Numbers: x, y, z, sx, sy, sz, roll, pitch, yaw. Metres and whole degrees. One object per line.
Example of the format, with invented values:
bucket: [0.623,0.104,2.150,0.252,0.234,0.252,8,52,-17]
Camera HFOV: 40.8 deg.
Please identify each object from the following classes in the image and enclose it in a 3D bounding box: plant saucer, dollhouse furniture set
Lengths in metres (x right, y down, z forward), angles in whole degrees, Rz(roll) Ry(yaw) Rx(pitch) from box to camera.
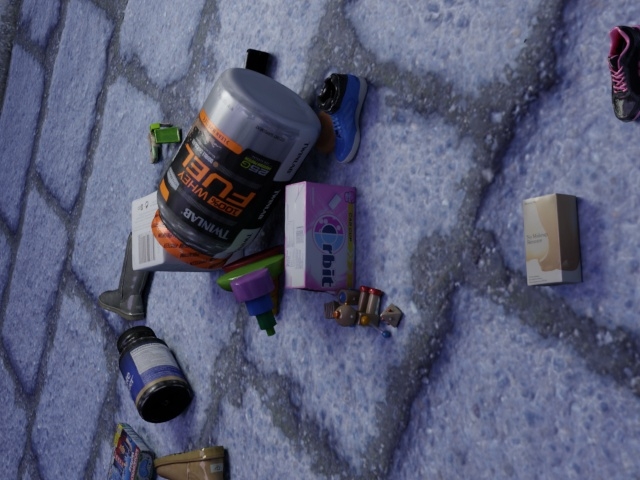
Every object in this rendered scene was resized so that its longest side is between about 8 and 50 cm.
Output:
plant saucer: [0.010,-0.199,1.552,0.083,0.013,0.083,-9,79,53]
dollhouse furniture set: [-0.382,-0.241,2.087,0.152,0.059,0.076,152,110,-71]

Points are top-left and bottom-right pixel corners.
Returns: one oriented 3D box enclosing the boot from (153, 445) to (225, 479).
boot: [-0.265,0.576,1.788,0.236,0.089,0.269,-26,67,50]

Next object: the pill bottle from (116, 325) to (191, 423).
pill bottle: [-0.386,0.298,1.952,0.219,0.123,0.122,51,126,43]

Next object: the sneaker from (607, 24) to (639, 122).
sneaker: [0.362,-0.202,1.032,0.047,0.057,0.119,1,89,52]

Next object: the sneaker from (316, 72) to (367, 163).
sneaker: [0.027,-0.210,1.469,0.058,0.085,0.152,25,107,52]

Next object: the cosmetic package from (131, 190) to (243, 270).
cosmetic package: [-0.276,-0.016,1.780,0.151,0.184,0.151,-12,78,53]

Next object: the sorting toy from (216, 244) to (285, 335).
sorting toy: [-0.103,0.098,1.523,0.365,0.127,0.126,-127,17,-82]

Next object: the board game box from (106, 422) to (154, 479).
board game box: [-0.439,0.563,2.051,0.194,0.060,0.194,27,108,51]

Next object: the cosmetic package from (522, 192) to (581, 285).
cosmetic package: [0.298,0.000,1.111,0.060,0.041,0.115,-15,75,53]

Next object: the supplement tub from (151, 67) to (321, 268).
supplement tub: [-0.163,-0.124,1.566,0.338,0.207,0.207,-57,44,24]

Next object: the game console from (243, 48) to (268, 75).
game console: [-0.154,-0.329,1.746,0.071,0.107,0.122,17,102,25]

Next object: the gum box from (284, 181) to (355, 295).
gum box: [0.000,0.000,1.465,0.062,0.107,0.188,-6,81,54]

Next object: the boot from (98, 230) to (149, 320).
boot: [-0.485,0.080,2.151,0.190,0.076,0.208,15,106,39]

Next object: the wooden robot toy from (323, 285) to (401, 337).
wooden robot toy: [0.050,0.112,1.409,0.173,0.079,0.076,9,94,53]
